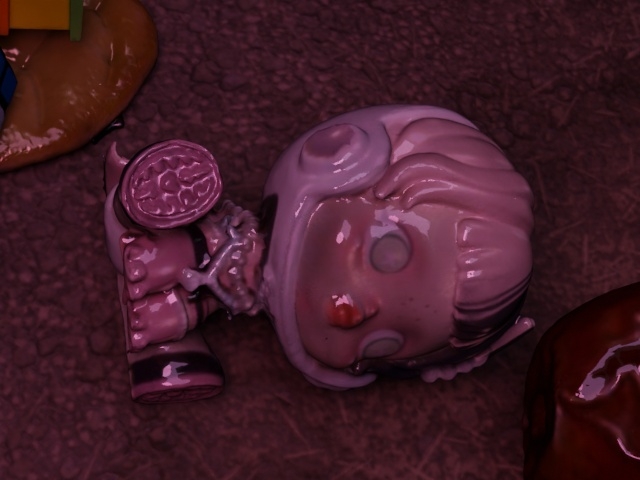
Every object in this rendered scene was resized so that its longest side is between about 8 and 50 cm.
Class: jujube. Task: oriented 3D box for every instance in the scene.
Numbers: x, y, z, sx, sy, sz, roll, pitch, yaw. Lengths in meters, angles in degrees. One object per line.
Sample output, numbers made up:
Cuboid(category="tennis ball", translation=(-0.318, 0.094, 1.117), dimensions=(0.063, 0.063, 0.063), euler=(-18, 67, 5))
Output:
Cuboid(category="jujube", translation=(0.358, 0.165, 1.179), dimensions=(0.377, 0.276, 0.276), euler=(3, 65, 1))

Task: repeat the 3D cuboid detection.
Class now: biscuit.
Cuboid(category="biscuit", translation=(-0.263, -0.160, 1.288), dimensions=(0.203, 0.041, 0.260), euler=(32, 61, 2))

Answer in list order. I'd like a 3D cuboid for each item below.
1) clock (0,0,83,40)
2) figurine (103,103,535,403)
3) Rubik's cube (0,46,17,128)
Cuboid(category="clock", translation=(-0.338, -0.287, 1.259), dimensions=(0.255, 0.106, 0.220), euler=(0, 46, -12))
Cuboid(category="figurine", translation=(0.001, -0.006, 1.175), dimensions=(0.361, 0.253, 0.211), euler=(-1, 50, -6))
Cuboid(category="Rubik's cube", translation=(-0.370, -0.112, 1.137), dimensions=(0.187, 0.184, 0.182), euler=(7, 64, 12))
